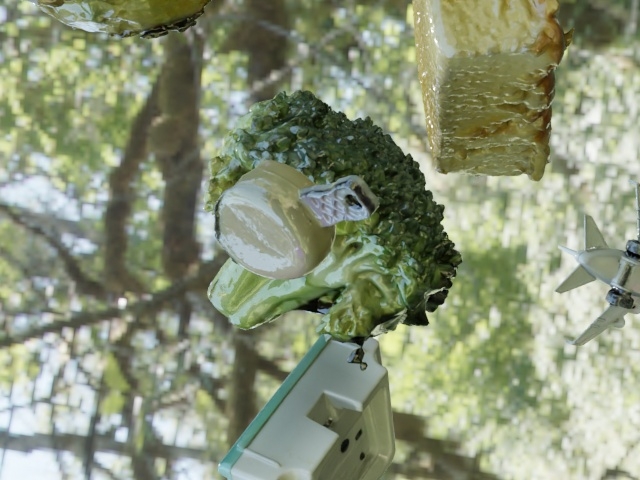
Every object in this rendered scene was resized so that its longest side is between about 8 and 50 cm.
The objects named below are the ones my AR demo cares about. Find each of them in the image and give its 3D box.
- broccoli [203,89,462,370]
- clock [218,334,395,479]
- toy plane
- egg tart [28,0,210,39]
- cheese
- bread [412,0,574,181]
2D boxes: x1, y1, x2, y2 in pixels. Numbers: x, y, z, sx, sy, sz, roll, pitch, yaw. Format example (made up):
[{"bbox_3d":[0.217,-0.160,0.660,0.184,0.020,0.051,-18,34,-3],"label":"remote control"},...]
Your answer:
[{"bbox_3d":[-0.005,0.001,1.607,0.347,0.281,0.293,24,-148,-43],"label":"broccoli"},{"bbox_3d":[0.007,0.273,1.723,0.262,0.116,0.231,-49,-37,-34],"label":"clock"},{"bbox_3d":[0.451,0.049,1.976,0.255,0.101,0.251,15,-80,-34],"label":"toy plane"},{"bbox_3d":[-0.141,-0.259,1.102,0.315,0.315,0.120,-70,-30,-42],"label":"egg tart"},{"bbox_3d":[-0.023,-0.024,1.026,0.047,0.092,0.171,-52,3,-32],"label":"cheese"},{"bbox_3d":[0.131,-0.169,1.080,0.275,0.114,0.185,71,-168,-71],"label":"bread"}]
